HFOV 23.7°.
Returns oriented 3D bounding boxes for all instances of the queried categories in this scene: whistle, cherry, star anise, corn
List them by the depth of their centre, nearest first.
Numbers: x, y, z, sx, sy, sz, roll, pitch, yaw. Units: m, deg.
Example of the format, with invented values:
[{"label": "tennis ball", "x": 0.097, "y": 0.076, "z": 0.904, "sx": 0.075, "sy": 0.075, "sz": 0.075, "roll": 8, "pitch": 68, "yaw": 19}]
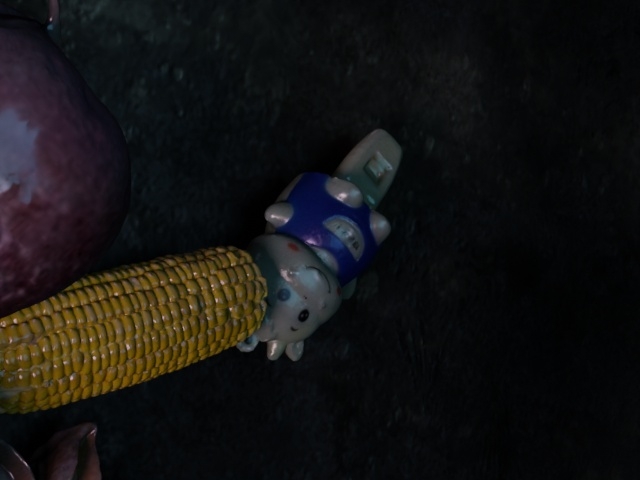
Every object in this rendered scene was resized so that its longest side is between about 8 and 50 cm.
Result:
[{"label": "cherry", "x": -0.233, "y": -0.051, "z": 1.026, "sx": 0.266, "sy": 0.183, "sz": 0.213, "roll": -45, "pitch": 112, "yaw": -13}, {"label": "star anise", "x": -0.233, "y": 0.228, "z": 1.108, "sx": 0.197, "sy": 0.073, "sz": 0.212, "roll": 20, "pitch": 76, "yaw": -44}, {"label": "corn", "x": -0.155, "y": 0.065, "z": 1.147, "sx": 0.244, "sy": 0.093, "sz": 0.093, "roll": -13, "pitch": 101, "yaw": -34}, {"label": "whistle", "x": 0.000, "y": 0.000, "z": 1.293, "sx": 0.110, "sy": 0.092, "sz": 0.244, "roll": 48, "pitch": 63, "yaw": -20}]
